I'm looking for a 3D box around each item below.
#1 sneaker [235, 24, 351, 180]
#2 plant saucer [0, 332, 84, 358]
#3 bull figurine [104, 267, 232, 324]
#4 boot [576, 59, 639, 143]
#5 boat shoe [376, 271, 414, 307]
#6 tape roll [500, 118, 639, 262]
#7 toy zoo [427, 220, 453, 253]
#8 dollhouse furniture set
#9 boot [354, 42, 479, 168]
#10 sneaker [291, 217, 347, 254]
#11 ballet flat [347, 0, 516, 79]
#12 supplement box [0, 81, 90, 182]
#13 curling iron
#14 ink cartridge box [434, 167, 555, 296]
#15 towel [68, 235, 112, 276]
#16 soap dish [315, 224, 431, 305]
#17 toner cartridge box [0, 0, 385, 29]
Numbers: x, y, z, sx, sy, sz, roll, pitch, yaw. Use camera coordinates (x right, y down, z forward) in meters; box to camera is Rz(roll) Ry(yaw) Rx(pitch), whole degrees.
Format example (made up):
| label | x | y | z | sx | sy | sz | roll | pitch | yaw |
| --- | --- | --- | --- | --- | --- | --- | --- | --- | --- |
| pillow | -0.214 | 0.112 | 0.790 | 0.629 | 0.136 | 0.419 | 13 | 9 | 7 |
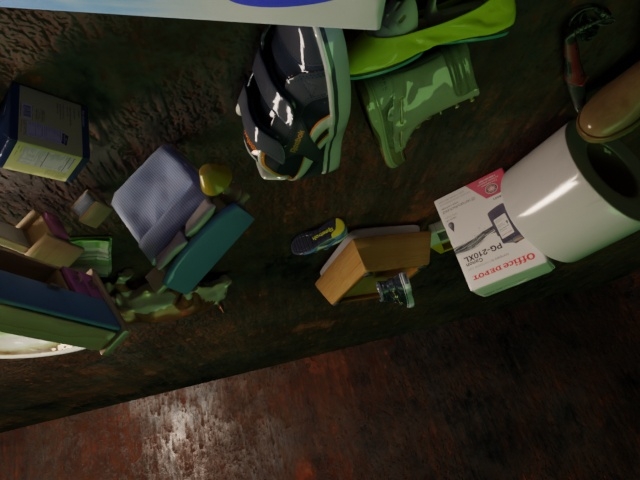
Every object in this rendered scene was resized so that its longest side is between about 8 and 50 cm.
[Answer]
| label | x | y | z | sx | sy | sz | roll | pitch | yaw |
| --- | --- | --- | --- | --- | --- | --- | --- | --- | --- |
| sneaker | -0.040 | -0.165 | 0.577 | 0.128 | 0.126 | 0.321 | -18 | 159 | -8 |
| plant saucer | -0.611 | 0.131 | 0.890 | 0.401 | 0.100 | 0.400 | -7 | 153 | -4 |
| bull figurine | -0.361 | 0.131 | 1.077 | 0.311 | 0.101 | 0.188 | -12 | 153 | -14 |
| boot | 0.496 | -0.288 | 0.680 | 0.236 | 0.089 | 0.269 | -40 | 152 | 11 |
| boat shoe | 0.192 | 0.134 | 1.179 | 0.083 | 0.065 | 0.183 | -16 | 151 | 8 |
| tape roll | 0.518 | -0.098 | 0.926 | 0.246 | 0.246 | 0.169 | -1 | 153 | -30 |
| toy zoo | 0.413 | -0.036 | 1.266 | 0.293 | 0.030 | 0.192 | -21 | 156 | 14 |
| dollhouse furniture set | -0.294 | -0.053 | 0.597 | 0.303 | 0.286 | 0.198 | -46 | 148 | 0 |
| boot | 0.154 | -0.197 | 0.694 | 0.165 | 0.077 | 0.213 | -23 | 155 | 10 |
| sneaker | 0.000 | 0.000 | 1.065 | 0.144 | 0.053 | 0.059 | -22 | 158 | 17 |
| ballet flat | 0.124 | -0.263 | 0.546 | 0.231 | 0.077 | 0.077 | -17 | 136 | -3 |
| supplement box | -0.328 | -0.125 | 0.542 | 0.056 | 0.083 | 0.083 | -32 | 151 | 34 |
| curling iron | 0.424 | -0.273 | 0.736 | 0.068 | 0.035 | 0.274 | -24 | 155 | 19 |
| ink cartridge box | 0.390 | -0.014 | 1.039 | 0.172 | 0.237 | 0.100 | -28 | 154 | 26 |
| towel | -0.468 | 0.036 | 0.892 | 0.113 | 0.023 | 0.152 | -4 | 154 | -27 |
| soap dish | 0.139 | 0.073 | 1.231 | 0.229 | 0.118 | 0.291 | -5 | 155 | -23 |
| toner cartridge box | -0.120 | -0.242 | 0.301 | 0.348 | 0.075 | 0.165 | 2 | 152 | -2 |
